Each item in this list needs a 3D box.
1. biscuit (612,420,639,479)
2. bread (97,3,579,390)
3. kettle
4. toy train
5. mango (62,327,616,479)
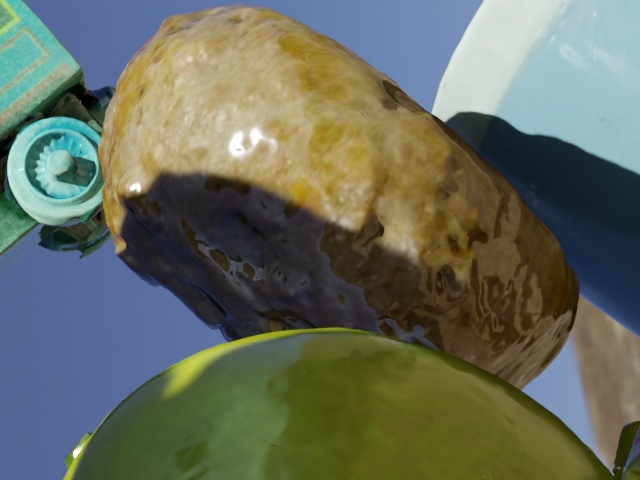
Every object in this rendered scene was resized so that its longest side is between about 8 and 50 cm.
[{"bbox_3d":[0.170,0.040,0.708,0.048,0.026,0.292,-62,4,-31],"label":"biscuit"},{"bbox_3d":[0.000,0.000,0.842,0.123,0.230,0.230,-53,-27,-8],"label":"bread"},{"bbox_3d":[0.257,-0.005,0.974,0.342,0.247,0.319,42,162,19],"label":"kettle"},{"bbox_3d":[-0.264,-0.027,1.265,0.194,0.298,0.120,48,169,5],"label":"toy train"},{"bbox_3d":[0.016,0.156,0.522,0.149,0.185,0.273,-74,-34,-79],"label":"mango"}]
